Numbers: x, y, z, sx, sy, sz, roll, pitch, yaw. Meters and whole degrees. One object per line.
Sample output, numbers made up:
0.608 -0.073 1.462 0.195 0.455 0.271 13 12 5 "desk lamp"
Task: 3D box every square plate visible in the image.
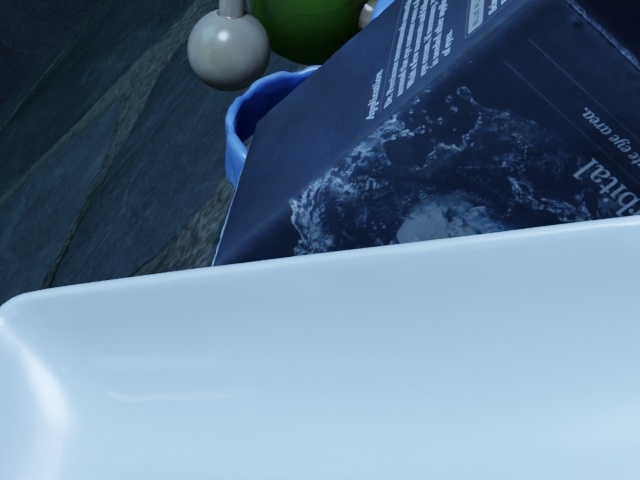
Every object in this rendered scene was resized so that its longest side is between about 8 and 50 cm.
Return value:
0.003 0.143 0.360 0.347 0.049 0.344 -8 48 30 "square plate"

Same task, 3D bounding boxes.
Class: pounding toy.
0.035 -0.176 0.981 0.237 0.110 0.183 -20 -46 -48 "pounding toy"

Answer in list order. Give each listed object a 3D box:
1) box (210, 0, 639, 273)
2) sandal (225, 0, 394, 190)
0.076 -0.012 0.514 0.158 0.156 0.093 -39 22 33 "box"
0.070 -0.058 0.652 0.317 0.138 0.126 -36 21 35 "sandal"
